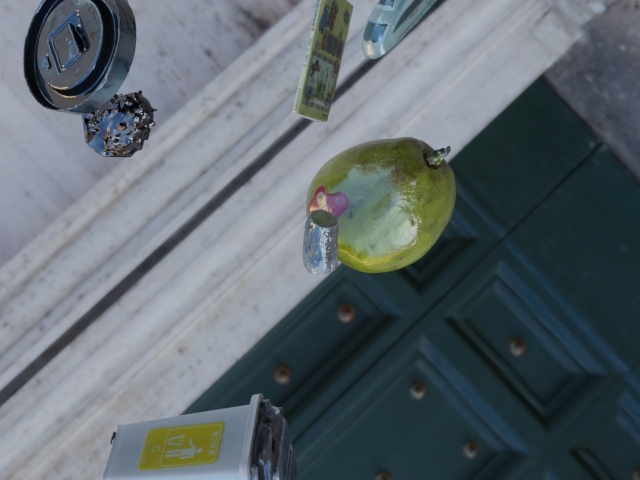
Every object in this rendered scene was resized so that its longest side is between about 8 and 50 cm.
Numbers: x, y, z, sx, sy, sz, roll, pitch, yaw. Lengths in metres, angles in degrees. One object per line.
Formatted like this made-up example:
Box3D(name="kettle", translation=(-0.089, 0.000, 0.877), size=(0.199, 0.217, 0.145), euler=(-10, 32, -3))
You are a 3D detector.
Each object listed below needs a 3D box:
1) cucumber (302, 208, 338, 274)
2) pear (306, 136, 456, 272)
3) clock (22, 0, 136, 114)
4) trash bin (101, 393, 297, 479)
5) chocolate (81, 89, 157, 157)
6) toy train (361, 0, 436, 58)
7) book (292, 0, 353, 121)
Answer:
Box3D(name="cucumber", translation=(0.000, 0.002, 1.772), size=(0.064, 0.064, 0.112), euler=(39, 137, 45))
Box3D(name="pear", translation=(0.142, -0.088, 2.176), size=(0.287, 0.375, 0.287), euler=(28, -139, -28))
Box3D(name="clock", translation=(-0.478, -0.383, 2.037), size=(0.280, 0.280, 0.055), euler=(42, -164, 32))
Box3D(name="trash bin", translation=(-0.241, 0.503, 2.141), size=(0.256, 0.368, 0.296), euler=(-85, -13, -52))
Box3D(name="chocolate", translation=(-0.419, -0.269, 2.223), size=(0.156, 0.156, 0.133), euler=(48, 140, -11))
Box3D(name="toy train", translation=(0.217, -0.568, 2.283), size=(0.086, 0.407, 0.088), euler=(24, 157, 41))
Box3D(name="book", translation=(0.004, -0.278, 1.564), size=(0.013, 0.192, 0.168), euler=(14, -175, 15))
